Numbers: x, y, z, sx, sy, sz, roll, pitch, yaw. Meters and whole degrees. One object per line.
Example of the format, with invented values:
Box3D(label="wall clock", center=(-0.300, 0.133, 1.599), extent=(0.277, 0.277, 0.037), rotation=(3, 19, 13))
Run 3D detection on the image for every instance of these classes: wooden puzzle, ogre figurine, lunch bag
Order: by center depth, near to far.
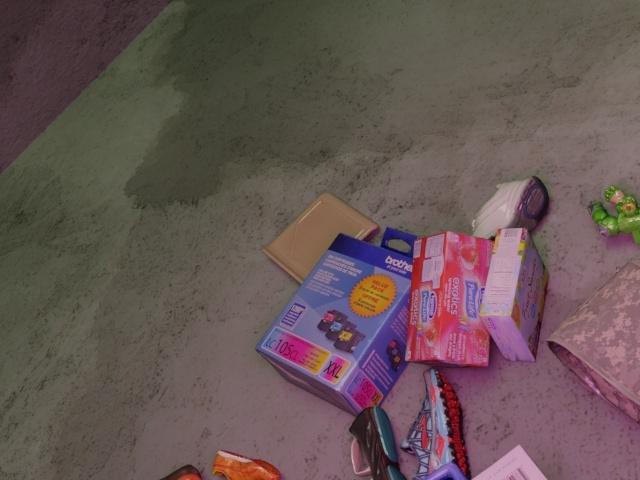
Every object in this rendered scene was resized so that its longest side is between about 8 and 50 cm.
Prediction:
Box3D(label="lunch bag", center=(0.577, 0.187, 1.585), extent=(0.235, 0.169, 0.287), rotation=(-42, 48, -5))
Box3D(label="ogre figurine", center=(0.641, -0.058, 1.817), extent=(0.197, 0.097, 0.118), rotation=(5, 37, 18))
Box3D(label="wooden puzzle", center=(0.000, 0.000, 2.216), extent=(0.238, 0.044, 0.221), rotation=(-41, 42, -11))

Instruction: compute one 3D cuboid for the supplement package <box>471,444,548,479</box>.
Box3D(label="supplement package", center=(0.347, 0.443, 1.502), extent=(0.105, 0.179, 0.105), rotation=(-37, 43, 0))

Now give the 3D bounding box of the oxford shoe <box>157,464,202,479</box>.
Box3D(label="oxford shoe", center=(-0.363, 0.586, 1.919), extent=(0.271, 0.097, 0.098), rotation=(-35, 23, -5))

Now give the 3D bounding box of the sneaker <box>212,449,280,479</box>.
Box3D(label="sneaker", center=(-0.154, 0.490, 1.886), extent=(0.175, 0.064, 0.067), rotation=(2, 75, 40))

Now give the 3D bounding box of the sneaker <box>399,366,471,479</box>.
Box3D(label="sneaker", center=(0.204, 0.362, 1.722), extent=(0.125, 0.104, 0.262), rotation=(-20, 45, 20))

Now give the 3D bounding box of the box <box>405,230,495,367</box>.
Box3D(label="box", center=(0.259, 0.122, 1.787), extent=(0.128, 0.122, 0.257), rotation=(-20, 62, 63))

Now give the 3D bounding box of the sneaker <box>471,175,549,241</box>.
Box3D(label="sneaker", center=(0.382, -0.013, 1.951), extent=(0.129, 0.111, 0.297), rotation=(4, 51, 55))

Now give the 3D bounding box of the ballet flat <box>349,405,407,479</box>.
Box3D(label="ballet flat", center=(0.117, 0.447, 1.719), extent=(0.096, 0.095, 0.280), rotation=(-37, 37, 15))

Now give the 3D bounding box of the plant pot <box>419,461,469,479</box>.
Box3D(label="plant pot", center=(0.212, 0.550, 1.474), extent=(0.236, 0.212, 0.236), rotation=(-35, 43, 1))

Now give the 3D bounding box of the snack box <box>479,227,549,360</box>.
Box3D(label="snack box", center=(0.386, 0.107, 1.771), extent=(0.070, 0.174, 0.207), rotation=(-4, 51, 30))

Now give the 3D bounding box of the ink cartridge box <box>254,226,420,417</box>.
Box3D(label="ink cartridge box", center=(0.087, 0.155, 1.947), extent=(0.270, 0.151, 0.395), rotation=(20, 65, 42))
